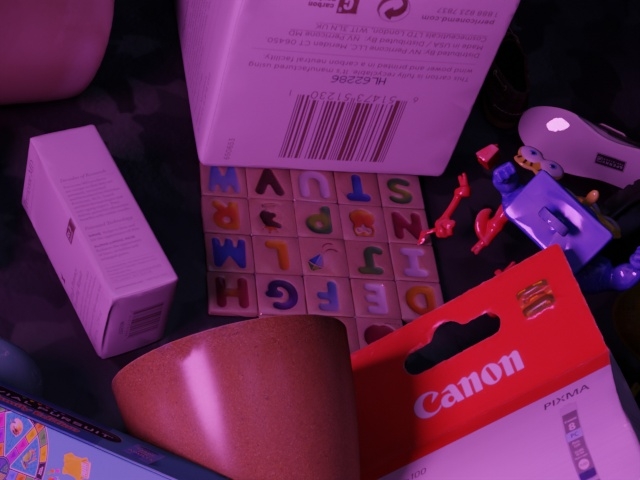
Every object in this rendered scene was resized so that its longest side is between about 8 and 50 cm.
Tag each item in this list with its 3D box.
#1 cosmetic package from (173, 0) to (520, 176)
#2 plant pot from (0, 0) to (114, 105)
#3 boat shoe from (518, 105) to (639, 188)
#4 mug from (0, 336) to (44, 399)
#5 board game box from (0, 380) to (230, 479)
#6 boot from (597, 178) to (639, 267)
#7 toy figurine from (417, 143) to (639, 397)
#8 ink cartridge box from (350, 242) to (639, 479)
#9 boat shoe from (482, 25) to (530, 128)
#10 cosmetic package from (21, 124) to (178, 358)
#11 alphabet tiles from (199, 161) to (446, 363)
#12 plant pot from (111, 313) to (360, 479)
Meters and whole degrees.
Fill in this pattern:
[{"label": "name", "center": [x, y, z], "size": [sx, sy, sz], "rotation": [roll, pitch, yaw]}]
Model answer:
[{"label": "cosmetic package", "center": [0.008, -0.332, 1.622], "size": [0.329, 0.327, 0.394], "rotation": [0, 49, -17]}, {"label": "plant pot", "center": [-0.402, -0.282, 1.502], "size": [0.280, 0.323, 0.323], "rotation": [6, 49, -33]}, {"label": "boat shoe", "center": [0.369, -0.117, 1.744], "size": [0.219, 0.078, 0.070], "rotation": [26, 16, 12]}, {"label": "mug", "center": [-0.347, 0.146, 1.260], "size": [0.157, 0.129, 0.097], "rotation": [15, 46, -5]}, {"label": "board game box", "center": [-0.282, 0.262, 1.124], "size": [0.336, 0.079, 0.254], "rotation": [23, 93, 1]}, {"label": "boot", "center": [0.496, 0.036, 1.612], "size": [0.348, 0.131, 0.260], "rotation": [-16, 59, -28]}, {"label": "toy figurine", "center": [0.266, 0.030, 1.443], "size": [0.191, 0.217, 0.362], "rotation": [-42, 74, 1]}, {"label": "ink cartridge box", "center": [0.157, 0.212, 1.267], "size": [0.091, 0.308, 0.385], "rotation": [36, 30, -52]}, {"label": "boat shoe", "center": [0.256, -0.251, 1.810], "size": [0.073, 0.073, 0.207], "rotation": [4, 50, -13]}, {"label": "cosmetic package", "center": [-0.245, -0.002, 1.421], "size": [0.085, 0.117, 0.231], "rotation": [-17, 58, -30]}, {"label": "alphabet tiles", "center": [0.000, 0.000, 1.565], "size": [0.285, 0.011, 0.342], "rotation": [4, 51, -15]}, {"label": "plant pot", "center": [-0.054, 0.229, 1.241], "size": [0.237, 0.237, 0.254], "rotation": [-8, 69, -23]}]
